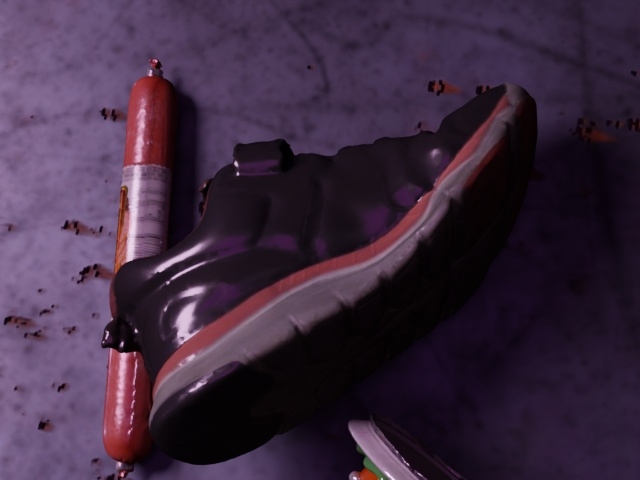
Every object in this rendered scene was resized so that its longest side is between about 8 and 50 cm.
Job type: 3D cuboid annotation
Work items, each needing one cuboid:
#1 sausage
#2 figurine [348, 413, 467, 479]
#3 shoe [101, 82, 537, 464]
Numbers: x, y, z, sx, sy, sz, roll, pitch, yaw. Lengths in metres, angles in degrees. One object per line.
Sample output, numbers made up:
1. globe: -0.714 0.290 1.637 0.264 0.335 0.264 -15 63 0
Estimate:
1. sausage: -0.105 0.012 0.822 0.034 0.034 0.253 3 76 2
2. figurine: 0.023 0.189 0.744 0.132 0.132 0.154 41 93 9
3. shoe: 0.000 0.000 0.790 0.291 0.114 0.137 -35 58 -19
